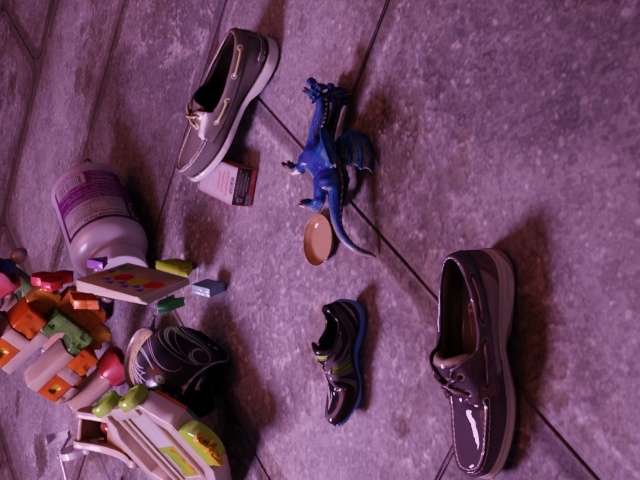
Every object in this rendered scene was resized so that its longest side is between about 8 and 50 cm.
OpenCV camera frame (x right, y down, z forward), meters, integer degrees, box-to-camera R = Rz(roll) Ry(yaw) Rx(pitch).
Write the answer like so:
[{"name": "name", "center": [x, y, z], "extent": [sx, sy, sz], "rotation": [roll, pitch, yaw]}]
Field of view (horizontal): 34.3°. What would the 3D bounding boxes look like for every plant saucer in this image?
[{"name": "plant saucer", "center": [0.000, 0.000, 1.642], "extent": [0.083, 0.015, 0.083], "rotation": [-9, 80, 56]}]

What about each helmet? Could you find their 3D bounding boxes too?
[{"name": "helmet", "center": [-0.262, 0.236, 1.901], "extent": [0.161, 0.169, 0.169], "rotation": [31, 115, 31]}]

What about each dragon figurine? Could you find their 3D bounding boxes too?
[{"name": "dragon figurine", "center": [0.023, -0.118, 1.555], "extent": [0.144, 0.085, 0.289], "rotation": [-57, 41, 38]}]

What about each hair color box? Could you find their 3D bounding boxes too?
[{"name": "hair color box", "center": [-0.170, -0.110, 1.893], "extent": [0.141, 0.043, 0.072], "rotation": [27, 108, 56]}]

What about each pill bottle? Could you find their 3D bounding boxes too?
[{"name": "pill bottle", "center": [-0.468, -0.018, 2.232], "extent": [0.169, 0.169, 0.301], "rotation": [-63, 39, 32]}]

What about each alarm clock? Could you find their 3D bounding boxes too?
[{"name": "alarm clock", "center": [-0.339, 0.257, 2.082], "extent": [0.129, 0.064, 0.192], "rotation": [-47, 40, 32]}]

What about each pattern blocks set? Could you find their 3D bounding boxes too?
[{"name": "pattern blocks set", "center": [-0.355, 0.082, 1.945], "extent": [0.325, 0.285, 0.026], "rotation": [15, 112, 42]}]

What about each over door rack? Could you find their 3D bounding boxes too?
[{"name": "over door rack", "center": [-0.517, 0.545, 2.279], "extent": [0.324, 0.108, 0.239], "rotation": [171, 87, -70]}]

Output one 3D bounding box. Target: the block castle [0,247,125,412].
[{"name": "block castle", "center": [-0.590, 0.134, 2.169], "extent": [0.213, 0.453, 0.303], "rotation": [-42, 42, 0]}]

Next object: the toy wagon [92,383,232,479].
[{"name": "toy wagon", "center": [-0.251, 0.361, 1.817], "extent": [0.267, 0.068, 0.344], "rotation": [50, 145, -13]}]

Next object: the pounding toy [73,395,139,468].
[{"name": "pounding toy", "center": [-0.412, 0.356, 2.117], "extent": [0.269, 0.154, 0.155], "rotation": [10, 95, 57]}]

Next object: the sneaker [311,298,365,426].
[{"name": "sneaker", "center": [0.020, 0.180, 1.534], "extent": [0.067, 0.078, 0.188], "rotation": [3, 90, 57]}]

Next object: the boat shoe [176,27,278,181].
[{"name": "boat shoe", "center": [-0.188, -0.242, 1.848], "extent": [0.305, 0.091, 0.109], "rotation": [-57, 40, 22]}]

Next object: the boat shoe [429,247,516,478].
[{"name": "boat shoe", "center": [0.180, 0.150, 1.275], "extent": [0.103, 0.092, 0.285], "rotation": [1, 88, 57]}]

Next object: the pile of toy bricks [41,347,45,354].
[{"name": "pile of toy bricks", "center": [-0.625, 0.187, 2.537], "extent": [0.105, 0.118, 0.212], "rotation": [-79, 2, -46]}]

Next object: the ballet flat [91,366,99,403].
[{"name": "ballet flat", "center": [-0.521, 0.331, 2.396], "extent": [0.041, 0.041, 0.114], "rotation": [56, 132, 44]}]
